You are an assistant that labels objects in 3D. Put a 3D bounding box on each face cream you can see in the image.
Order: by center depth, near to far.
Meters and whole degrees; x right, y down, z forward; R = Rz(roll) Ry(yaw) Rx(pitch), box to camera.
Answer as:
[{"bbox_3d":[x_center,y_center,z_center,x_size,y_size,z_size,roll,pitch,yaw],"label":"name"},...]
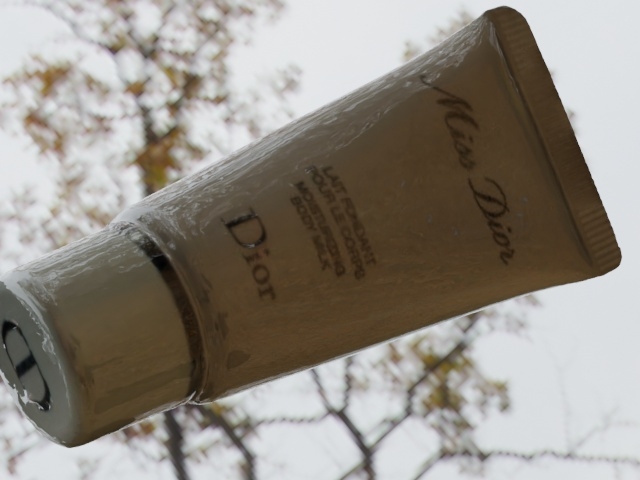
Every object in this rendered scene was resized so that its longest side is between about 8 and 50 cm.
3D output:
[{"bbox_3d":[0.000,0.000,0.873,0.314,0.089,0.143,-23,-91,-33],"label":"face cream"}]
